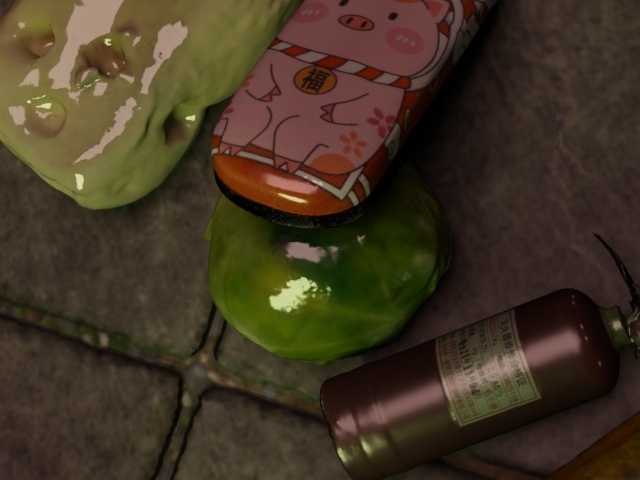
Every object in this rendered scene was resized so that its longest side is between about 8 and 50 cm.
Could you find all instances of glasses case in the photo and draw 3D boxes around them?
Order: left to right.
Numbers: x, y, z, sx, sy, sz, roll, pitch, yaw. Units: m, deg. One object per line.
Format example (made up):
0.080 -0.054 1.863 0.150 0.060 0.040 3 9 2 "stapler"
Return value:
0.027 -0.107 1.000 0.103 0.067 0.266 20 50 15 "glasses case"

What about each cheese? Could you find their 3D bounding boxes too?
-0.117 -0.153 1.106 0.159 0.093 0.263 41 94 19 "cheese"

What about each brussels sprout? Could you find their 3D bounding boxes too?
-0.003 0.002 1.021 0.149 0.122 0.151 36 93 18 "brussels sprout"

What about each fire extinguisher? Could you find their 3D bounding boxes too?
0.112 0.066 1.000 0.231 0.071 0.099 -24 62 12 "fire extinguisher"

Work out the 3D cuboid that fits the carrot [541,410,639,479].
0.129 0.201 0.950 0.302 0.114 0.114 -37 71 5 "carrot"
